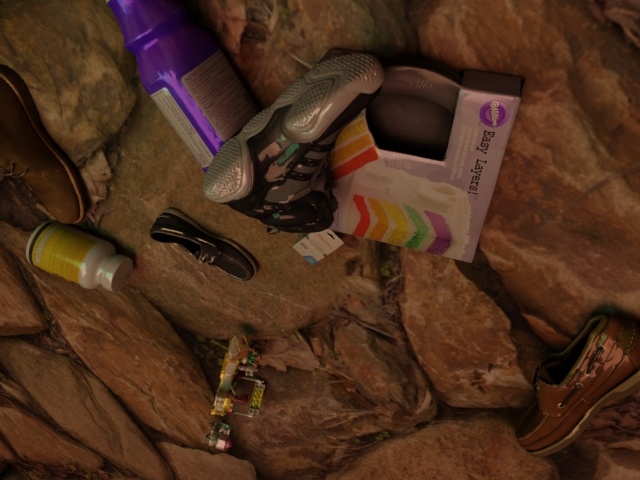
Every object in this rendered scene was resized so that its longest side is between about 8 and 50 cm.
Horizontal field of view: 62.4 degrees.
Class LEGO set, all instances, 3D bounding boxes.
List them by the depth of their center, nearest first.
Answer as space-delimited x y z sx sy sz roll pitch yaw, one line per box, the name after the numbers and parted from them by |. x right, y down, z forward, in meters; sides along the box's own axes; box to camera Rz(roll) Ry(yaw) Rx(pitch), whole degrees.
-0.166 0.311 1.153 0.107 0.132 0.286 14 110 -10 | LEGO set

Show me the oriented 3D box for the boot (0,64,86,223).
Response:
-0.528 -0.139 0.930 0.112 0.115 0.305 -1 128 22 | boot

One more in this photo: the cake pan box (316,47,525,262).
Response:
0.113 -0.111 0.703 0.246 0.070 0.266 13 131 10 | cake pan box

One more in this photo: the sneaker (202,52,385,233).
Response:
-0.008 -0.104 0.658 0.269 0.101 0.153 -32 128 24 | sneaker

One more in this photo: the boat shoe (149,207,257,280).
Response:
-0.213 0.022 0.957 0.206 0.065 0.075 33 133 -5 | boat shoe

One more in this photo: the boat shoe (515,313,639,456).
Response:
0.392 0.227 0.843 0.105 0.110 0.307 30 124 4 | boat shoe

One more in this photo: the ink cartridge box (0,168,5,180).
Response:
-0.723 -0.122 0.945 0.172 0.237 0.100 34 136 -5 | ink cartridge box

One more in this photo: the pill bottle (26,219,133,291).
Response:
-0.478 0.036 1.058 0.184 0.103 0.103 22 133 6 | pill bottle

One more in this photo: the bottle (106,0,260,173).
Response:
-0.176 -0.218 0.704 0.092 0.118 0.282 -14 122 36 | bottle

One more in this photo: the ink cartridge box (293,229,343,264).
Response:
0.000 0.000 0.869 0.048 0.028 0.083 43 132 -14 | ink cartridge box
